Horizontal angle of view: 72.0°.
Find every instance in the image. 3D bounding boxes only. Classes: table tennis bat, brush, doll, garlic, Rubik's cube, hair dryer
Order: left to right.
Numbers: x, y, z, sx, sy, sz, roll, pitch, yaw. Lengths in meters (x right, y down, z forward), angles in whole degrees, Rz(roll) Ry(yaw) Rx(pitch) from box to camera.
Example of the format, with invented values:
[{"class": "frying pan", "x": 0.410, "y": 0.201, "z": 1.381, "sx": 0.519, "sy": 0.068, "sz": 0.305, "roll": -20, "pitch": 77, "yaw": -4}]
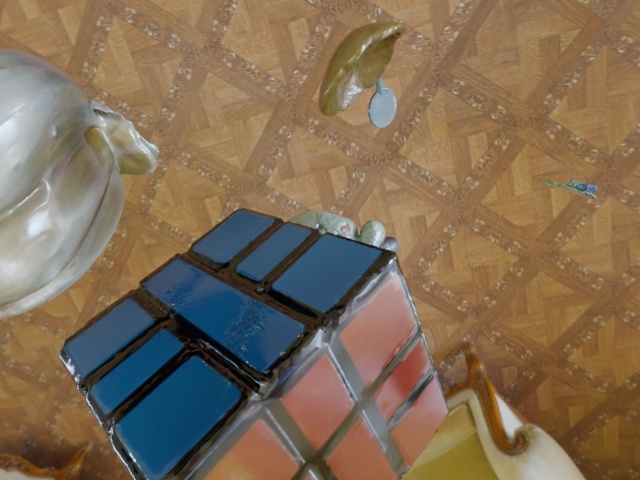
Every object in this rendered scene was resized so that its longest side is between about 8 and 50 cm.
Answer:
[{"class": "garlic", "x": -0.302, "y": -0.061, "z": 0.397, "sx": 0.210, "sy": 0.292, "sz": 0.237, "roll": 15, "pitch": 129, "yaw": 15}, {"class": "Rubik's cube", "x": -0.063, "y": 0.165, "z": 0.508, "sx": 0.289, "sy": 0.283, "sz": 0.293, "roll": 15, "pitch": 137, "yaw": 47}, {"class": "doll", "x": 0.000, "y": 0.000, "z": 0.724, "sx": 0.214, "sy": 0.103, "sz": 0.071, "roll": 3, "pitch": 156, "yaw": 1}, {"class": "hair dryer", "x": 0.185, "y": 0.136, "z": 1.397, "sx": 0.236, "sy": 0.091, "sz": 0.271, "roll": -27, "pitch": 93, "yaw": -23}, {"class": "table tennis bat", "x": 0.169, "y": -0.385, "z": 1.218, "sx": 0.100, "sy": 0.019, "sz": 0.155, "roll": -33, "pitch": 132, "yaw": -18}, {"class": "brush", "x": 0.567, "y": -0.130, "z": 1.016, "sx": 0.033, "sy": 0.178, "sz": 0.029, "roll": 17, "pitch": 105, "yaw": -10}]

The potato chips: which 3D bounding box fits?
[{"class": "potato chips", "x": 0.059, "y": -0.293, "z": 0.727, "sx": 0.062, "sy": 0.208, "sz": 0.195, "roll": 44, "pitch": 131, "yaw": 1}]
